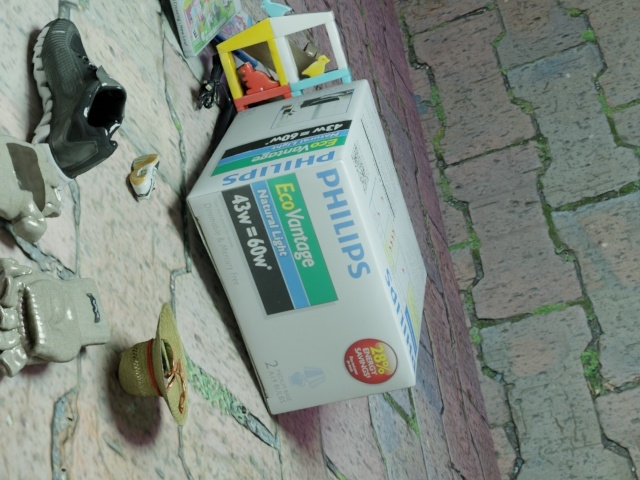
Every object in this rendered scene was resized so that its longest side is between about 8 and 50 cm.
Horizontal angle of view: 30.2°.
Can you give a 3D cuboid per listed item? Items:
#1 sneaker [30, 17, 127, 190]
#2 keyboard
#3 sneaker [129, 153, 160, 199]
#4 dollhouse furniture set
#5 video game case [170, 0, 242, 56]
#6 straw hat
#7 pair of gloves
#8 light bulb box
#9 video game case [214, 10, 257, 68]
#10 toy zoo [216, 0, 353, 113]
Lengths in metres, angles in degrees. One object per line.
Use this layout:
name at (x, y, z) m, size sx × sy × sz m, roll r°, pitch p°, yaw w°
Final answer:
sneaker at (-0.263, -0.165, 1.326) m, size 0.078 × 0.106 × 0.234 m, roll 52°, pitch 24°, yaw -50°
keyboard at (-0.145, -0.200, 1.910) m, size 0.317 × 0.033 × 0.201 m, roll -85°, pitch 157°, yaw -58°
sneaker at (-0.223, -0.081, 1.513) m, size 0.083 × 0.032 × 0.037 m, roll -74°, pitch 155°, yaw -57°
dollhouse furniture set at (-0.081, -0.300, 2.001) m, size 0.123 × 0.144 × 0.151 m, roll 33°, pitch 26°, yaw -11°
video game case at (-0.189, -0.419, 1.879) m, size 0.212 × 0.023 × 0.193 m, roll -60°, pitch 143°, yaw -54°
straw hat at (-0.188, 0.141, 1.294) m, size 0.144 × 0.061 × 0.144 m, roll -8°, pitch 90°, yaw -87°
pair of gloves at (-0.289, 0.006, 1.153) m, size 0.204 × 0.042 × 0.240 m, roll -25°, pitch 97°, yaw -78°
light bulb box at (0.000, 0.000, 1.740) m, size 0.361 × 0.225 × 0.358 m, roll -72°, pitch 145°, yaw -65°
video game case at (-0.168, -0.376, 2.004) m, size 0.166 × 0.015 × 0.119 m, roll 34°, pitch 37°, yaw -45°
toy zoo at (-0.044, -0.240, 1.884) m, size 0.030 × 0.192 × 0.293 m, roll -66°, pitch 139°, yaw -71°
